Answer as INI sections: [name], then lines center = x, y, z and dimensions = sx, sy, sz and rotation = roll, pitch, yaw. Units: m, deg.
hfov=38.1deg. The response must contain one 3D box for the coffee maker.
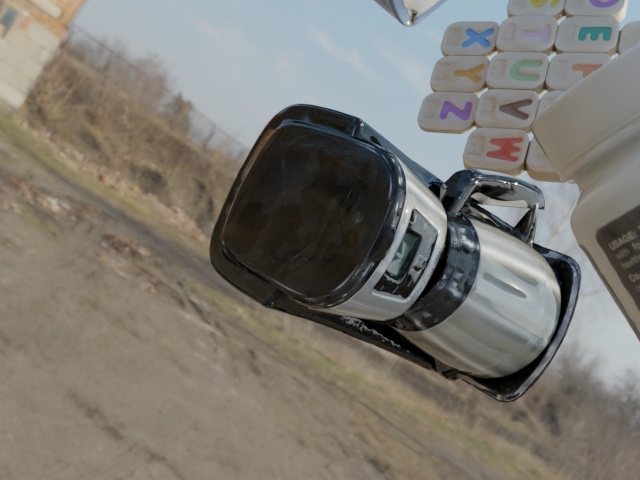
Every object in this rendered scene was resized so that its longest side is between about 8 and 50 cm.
[coffee maker]
center = 0.029, 0.011, 0.527
dimensions = 0.171, 0.120, 0.178
rotation = -7, -26, 44

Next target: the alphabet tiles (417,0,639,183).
[alphabet tiles]
center = 0.258, -0.189, 1.055
dimensions = 0.278, 0.284, 0.021
rotation = 7, -30, 24

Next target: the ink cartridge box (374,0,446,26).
[ink cartridge box]
center = 0.040, -0.401, 0.794
dimensions = 0.395, 0.270, 0.151
rotation = 49, -6, 31

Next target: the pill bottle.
[pill bottle]
center = 0.347, 0.008, 0.796
dimensions = 0.361, 0.204, 0.204
rotation = 60, 3, 9
